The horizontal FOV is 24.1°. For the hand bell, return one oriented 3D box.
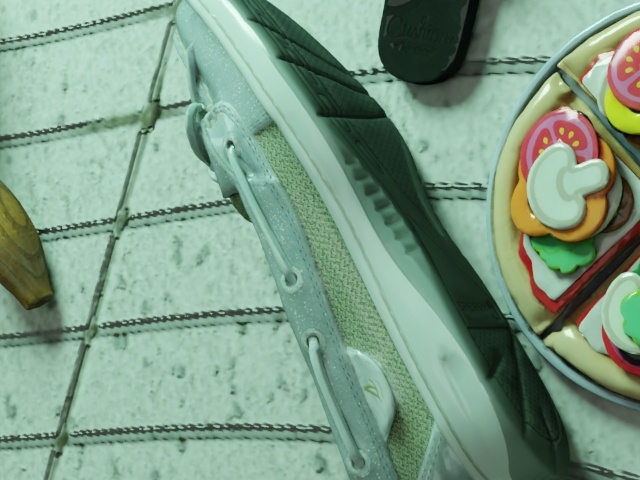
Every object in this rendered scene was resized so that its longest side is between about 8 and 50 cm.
[{"bbox_3d":[-0.230,-0.063,0.926,0.126,0.126,0.242,-35,79,23],"label":"hand bell"}]

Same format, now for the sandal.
[{"bbox_3d":[0.064,-0.171,0.775,0.067,0.040,0.179,10,88,33],"label":"sandal"}]

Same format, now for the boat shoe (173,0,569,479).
[{"bbox_3d":[0.002,0.001,0.746,0.103,0.118,0.320,-37,72,17],"label":"boat shoe"}]

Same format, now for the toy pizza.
[{"bbox_3d":[0.164,-0.020,0.694,0.201,0.032,0.201,-5,80,31],"label":"toy pizza"}]
